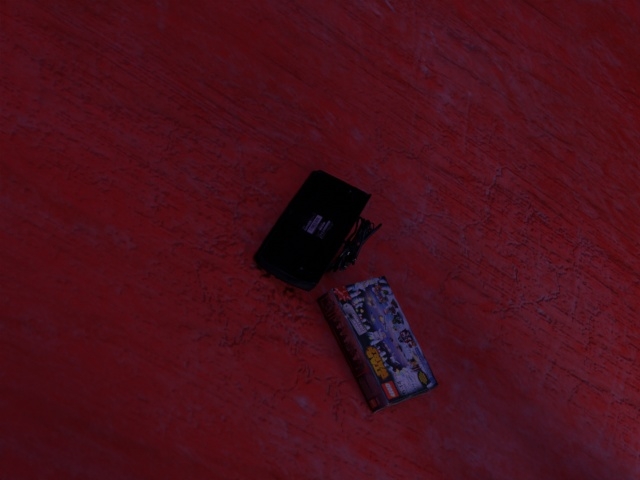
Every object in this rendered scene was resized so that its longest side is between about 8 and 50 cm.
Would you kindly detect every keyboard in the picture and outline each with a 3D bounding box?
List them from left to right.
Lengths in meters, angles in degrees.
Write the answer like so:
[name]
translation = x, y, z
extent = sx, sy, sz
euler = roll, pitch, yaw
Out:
[keyboard]
translation = 0.000, 0.000, 1.472
extent = 0.100, 0.038, 0.192
euler = 28, 41, 5

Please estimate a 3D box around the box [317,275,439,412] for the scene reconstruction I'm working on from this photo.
[box]
translation = 0.063, 0.109, 1.446
extent = 0.094, 0.027, 0.137
euler = -13, 72, -49
